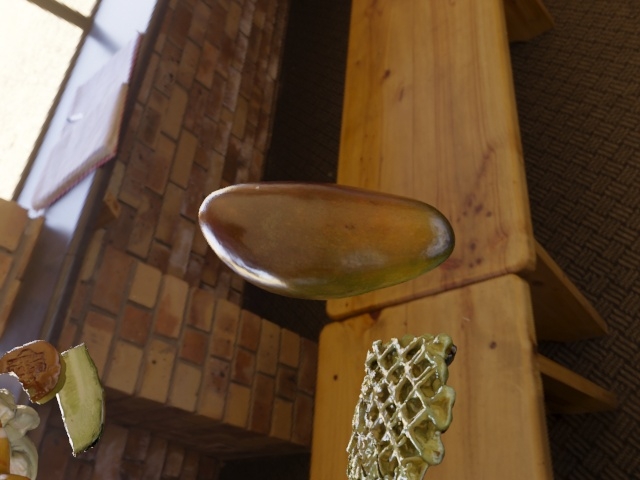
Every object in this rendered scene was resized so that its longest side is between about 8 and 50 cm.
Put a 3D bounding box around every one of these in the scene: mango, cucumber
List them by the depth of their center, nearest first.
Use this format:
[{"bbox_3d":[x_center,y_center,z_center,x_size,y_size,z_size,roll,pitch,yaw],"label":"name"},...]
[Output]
[{"bbox_3d":[0.000,0.000,0.587,0.267,0.111,0.133,5,29,13],"label":"mango"},{"bbox_3d":[-0.652,0.440,1.569,0.145,0.105,0.325,-26,50,-15],"label":"cucumber"}]

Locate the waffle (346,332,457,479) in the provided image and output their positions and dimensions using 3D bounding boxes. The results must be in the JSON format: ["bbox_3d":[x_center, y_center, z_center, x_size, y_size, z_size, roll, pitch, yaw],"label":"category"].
[{"bbox_3d":[0.128,0.299,1.011,0.317,0.073,0.297,-33,36,61],"label":"waffle"}]

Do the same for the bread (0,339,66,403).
[{"bbox_3d":[-0.689,0.310,1.399,0.156,0.086,0.125,32,71,14],"label":"bread"}]

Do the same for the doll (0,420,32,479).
[{"bbox_3d":[-0.437,0.310,0.689,0.269,0.162,0.167,38,74,20],"label":"doll"}]

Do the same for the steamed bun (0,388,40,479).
[{"bbox_3d":[-0.730,0.437,1.181,0.206,0.275,0.320,1,94,54],"label":"steamed bun"}]
